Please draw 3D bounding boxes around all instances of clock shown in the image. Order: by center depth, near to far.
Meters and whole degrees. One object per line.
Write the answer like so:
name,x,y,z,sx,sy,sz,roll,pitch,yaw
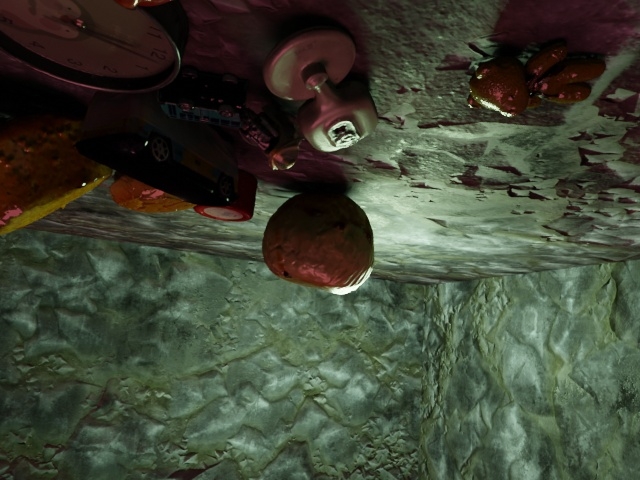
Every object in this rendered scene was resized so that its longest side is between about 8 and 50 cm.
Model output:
clock,-0.365,-0.331,0.699,0.318,0.066,0.319,4,168,1

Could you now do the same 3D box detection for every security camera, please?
security camera,0.011,-0.251,0.809,0.157,0.080,0.301,-22,161,13

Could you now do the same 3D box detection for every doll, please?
doll,0.348,-0.248,0.746,0.209,0.097,0.137,-2,162,5

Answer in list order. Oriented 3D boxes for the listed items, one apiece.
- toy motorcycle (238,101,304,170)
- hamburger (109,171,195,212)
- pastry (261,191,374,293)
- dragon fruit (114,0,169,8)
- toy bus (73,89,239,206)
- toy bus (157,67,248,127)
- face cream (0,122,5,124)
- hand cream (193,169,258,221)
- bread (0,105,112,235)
toy motorcycle,-0.085,-0.201,0.905,0.094,0.130,0.229,-41,-177,18
hamburger,-0.439,-0.165,1.261,0.244,0.163,0.244,4,166,1
pastry,0.000,0.000,1.510,0.388,0.313,0.388,16,167,4
dragon fruit,-0.207,-0.324,0.509,0.165,0.133,0.136,18,155,-42
toy bus,-0.326,-0.204,1.035,0.171,0.163,0.386,2,167,25
toy bus,-0.225,-0.272,0.885,0.160,0.079,0.092,6,170,-13
face cream,-0.799,-0.246,1.234,0.075,0.075,0.229,5,169,-3
hand cream,-0.294,-0.139,1.424,0.192,0.126,0.193,7,168,1
bread,-0.666,-0.150,1.042,0.358,0.204,0.336,-38,-167,-37
